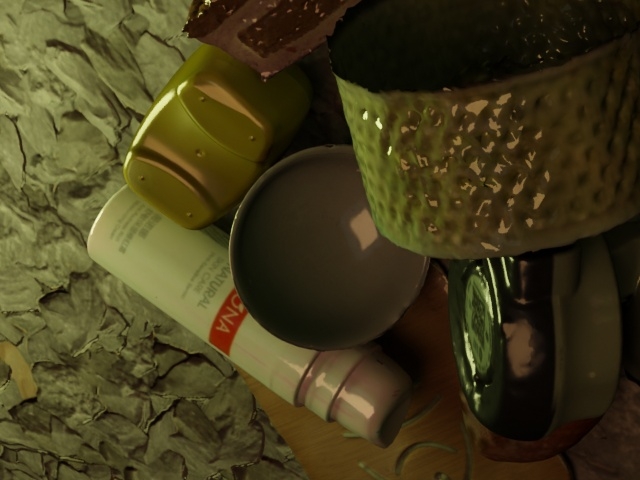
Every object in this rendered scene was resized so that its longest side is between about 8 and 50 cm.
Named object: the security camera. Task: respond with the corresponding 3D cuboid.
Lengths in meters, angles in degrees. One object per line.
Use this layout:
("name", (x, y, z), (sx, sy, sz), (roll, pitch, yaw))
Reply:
("security camera", (0.255, 0.053, 1.476), (0.277, 0.197, 0.191), (-6, 114, -9))

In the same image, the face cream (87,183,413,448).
("face cream", (-0.063, 0.070, 1.750), (0.345, 0.102, 0.102), (33, 130, 18))

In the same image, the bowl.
("bowl", (0.000, 0.000, 1.677), (0.189, 0.189, 0.086), (66, 169, -16))

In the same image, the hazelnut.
("hazelnut", (0.183, 0.126, 1.623), (0.143, 0.143, 0.154), (27, 125, 16))

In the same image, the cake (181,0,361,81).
("cake", (0.019, -0.259, 1.530), (0.295, 0.113, 0.116), (-34, 122, 31))

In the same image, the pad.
("pad", (0.075, 0.172, 1.794), (0.286, 0.018, 0.284), (-26, 100, 40))

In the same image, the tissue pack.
("tissue pack", (-0.088, -0.106, 1.667), (0.123, 0.127, 0.178), (39, 132, -3))

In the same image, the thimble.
("thimble", (0.146, -0.113, 1.424), (0.271, 0.271, 0.150), (2, 121, 31))
